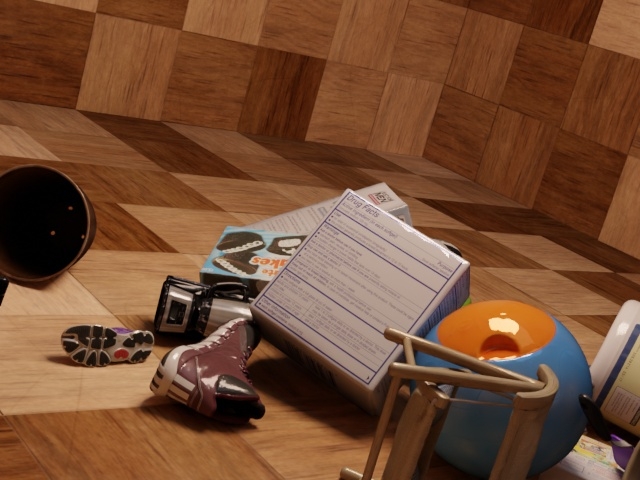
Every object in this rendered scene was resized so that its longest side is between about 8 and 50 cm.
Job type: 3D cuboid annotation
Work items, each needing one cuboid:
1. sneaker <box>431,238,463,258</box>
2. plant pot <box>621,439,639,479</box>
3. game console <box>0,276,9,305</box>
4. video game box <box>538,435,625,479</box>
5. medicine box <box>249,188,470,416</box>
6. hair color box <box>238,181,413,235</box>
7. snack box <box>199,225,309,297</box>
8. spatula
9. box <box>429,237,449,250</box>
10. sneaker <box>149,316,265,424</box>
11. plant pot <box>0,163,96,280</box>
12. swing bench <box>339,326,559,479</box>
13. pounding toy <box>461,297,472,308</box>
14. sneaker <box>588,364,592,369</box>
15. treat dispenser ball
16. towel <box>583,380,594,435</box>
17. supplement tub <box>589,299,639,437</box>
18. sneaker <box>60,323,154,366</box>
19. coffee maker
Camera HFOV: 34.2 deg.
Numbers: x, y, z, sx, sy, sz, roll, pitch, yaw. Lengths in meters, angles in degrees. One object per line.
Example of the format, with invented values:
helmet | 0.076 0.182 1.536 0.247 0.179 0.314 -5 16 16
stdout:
sneaker | 0.244 0.064 2.672 0.283 0.107 0.124 6 32 -21
plant pot | 0.632 0.401 1.483 0.280 0.323 0.323 29 12 -14
game console | -0.603 0.070 1.774 0.122 0.107 0.071 7 45 -28
video game box | 0.482 0.398 1.756 0.205 0.048 0.187 21 18 17
medicine box | 0.074 0.105 1.807 0.263 0.289 0.149 33 -18 22
hair color box | 0.000 0.000 2.248 0.374 0.113 0.185 -18 22 -7
snack box | -0.053 0.055 2.017 0.322 0.060 0.187 6 31 10
spatula | 0.455 0.308 1.620 0.084 0.030 0.296 35 -7 44
box | 0.214 0.097 2.307 0.119 0.181 0.182 13 15 -16
sneaker | -0.137 0.225 1.679 0.162 0.106 0.281 32 25 18
plant pot | -0.521 -0.033 2.022 0.215 0.215 0.230 17 1 4
swing bench | 0.180 0.286 1.445 0.254 0.253 0.165 15 15 -3
pounding toy | 0.166 0.133 2.023 0.110 0.237 0.183 59 20 -3
sneaker | 0.631 0.312 2.180 0.234 0.078 0.106 18 9 2
treat dispenser ball | 0.286 0.238 1.664 0.288 0.288 0.288 15 15 -4
towel | 0.351 0.261 1.974 0.235 0.121 0.283 5 18 -33
supplement tub | 0.681 0.283 1.982 0.325 0.235 0.235 28 18 16
sneaker | -0.357 0.171 1.712 0.071 0.068 0.170 9 -3 44
coffee maker | -0.209 0.138 1.891 0.178 0.120 0.171 15 -20 -8
